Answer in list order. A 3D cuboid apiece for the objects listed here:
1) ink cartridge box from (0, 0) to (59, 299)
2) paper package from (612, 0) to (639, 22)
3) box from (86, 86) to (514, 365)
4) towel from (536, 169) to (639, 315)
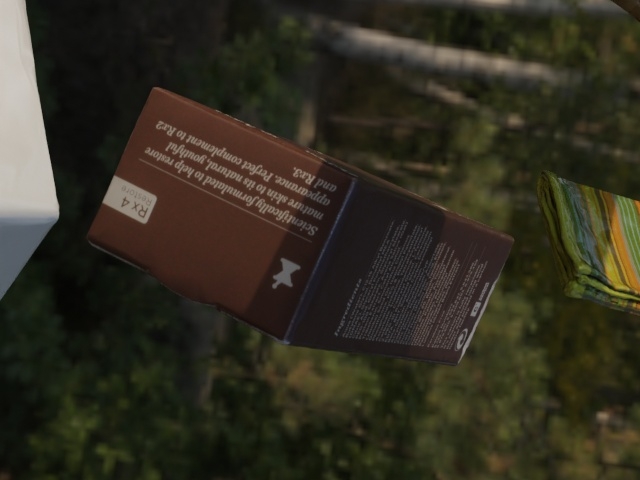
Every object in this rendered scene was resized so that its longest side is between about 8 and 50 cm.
[{"bbox_3d":[-0.276,-0.014,0.531,0.223,0.307,0.129,-45,-128,49],"label":"ink cartridge box"},{"bbox_3d":[0.238,-0.323,0.829,0.325,0.168,0.309,-64,-178,-36],"label":"paper package"},{"bbox_3d":[0.000,0.000,1.256,0.381,0.191,0.143,12,103,-65],"label":"box"},{"bbox_3d":[0.239,0.018,0.875,0.102,0.237,0.021,-95,-156,-49],"label":"towel"}]
